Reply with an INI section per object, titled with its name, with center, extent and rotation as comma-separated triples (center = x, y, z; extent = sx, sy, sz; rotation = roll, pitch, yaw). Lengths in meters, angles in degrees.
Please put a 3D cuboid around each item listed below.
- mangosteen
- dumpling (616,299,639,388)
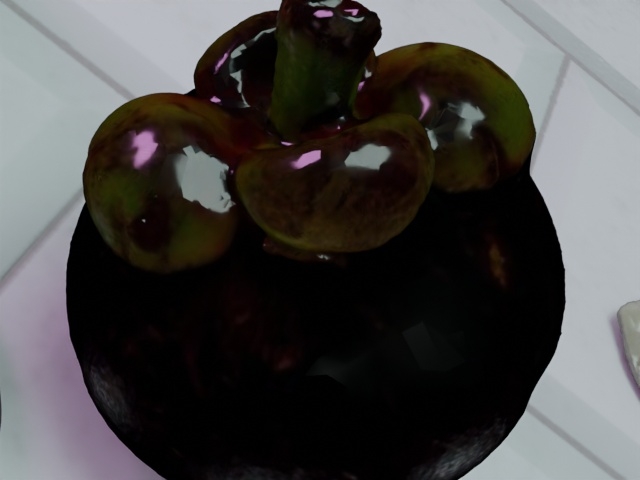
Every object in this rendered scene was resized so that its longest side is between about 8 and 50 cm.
[mangosteen]
center = 0.000, 0.001, 0.641
extent = 0.287, 0.287, 0.233
rotation = 39, 17, -6
[dumpling]
center = 0.329, 0.115, 0.979
extent = 0.176, 0.092, 0.150
rotation = 38, 53, -16
